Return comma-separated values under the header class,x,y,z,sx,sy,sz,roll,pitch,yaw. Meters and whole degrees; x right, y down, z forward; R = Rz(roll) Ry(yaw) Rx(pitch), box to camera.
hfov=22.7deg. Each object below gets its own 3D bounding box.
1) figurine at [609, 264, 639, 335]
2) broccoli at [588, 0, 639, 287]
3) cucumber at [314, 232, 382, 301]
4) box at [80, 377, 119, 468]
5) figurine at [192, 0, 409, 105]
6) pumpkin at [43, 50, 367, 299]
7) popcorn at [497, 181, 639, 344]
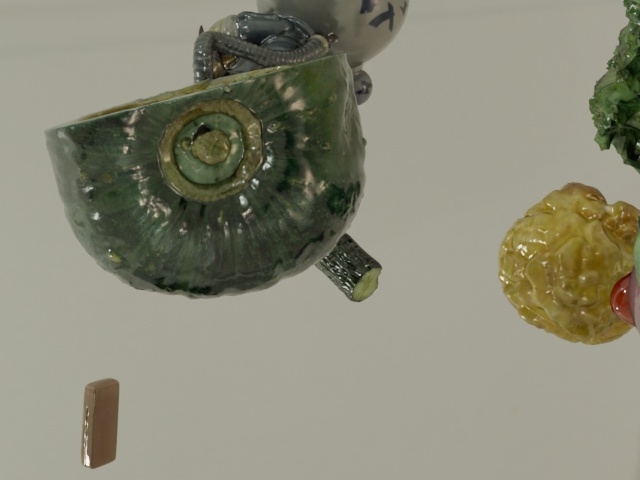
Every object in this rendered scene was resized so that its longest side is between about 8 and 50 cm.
class,x,y,z,sx,sy,sz,roll,pitch,yaw
figurine,0.382,0.052,1.530,0.173,0.173,0.173,172,90,-66
broccoli,0.286,-0.064,0.954,0.308,0.275,0.308,39,152,25
cucumber,-0.001,0.001,1.805,0.187,0.058,0.058,45,138,40
box,-0.281,0.232,2.024,0.025,0.048,0.115,18,112,34
figurine,-0.026,-0.247,1.916,0.186,0.382,0.261,16,147,39
pumpkin,-0.095,-0.050,1.470,0.263,0.292,0.197,-165,62,-69
popcorn,0.275,0.028,1.687,0.170,0.180,0.180,-58,-19,-54
